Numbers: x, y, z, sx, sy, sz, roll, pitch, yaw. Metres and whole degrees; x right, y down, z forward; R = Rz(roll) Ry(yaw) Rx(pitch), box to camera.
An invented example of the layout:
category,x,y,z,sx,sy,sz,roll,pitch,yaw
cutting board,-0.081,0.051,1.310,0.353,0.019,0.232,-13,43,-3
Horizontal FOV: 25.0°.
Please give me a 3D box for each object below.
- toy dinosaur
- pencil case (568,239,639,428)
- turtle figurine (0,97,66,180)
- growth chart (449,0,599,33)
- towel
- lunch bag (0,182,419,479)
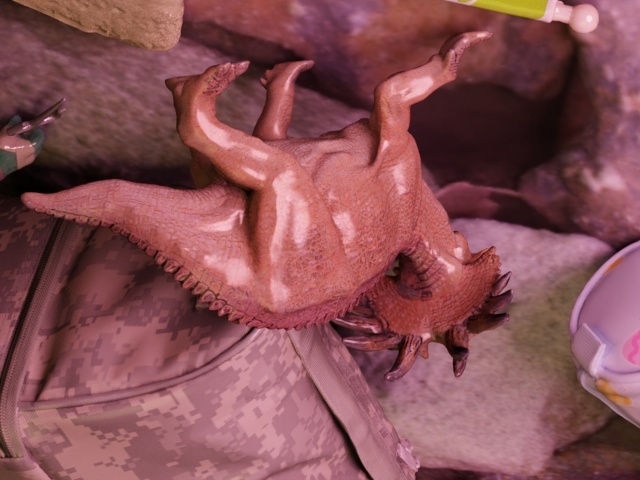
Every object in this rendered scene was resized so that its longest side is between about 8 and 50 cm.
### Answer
category,x,y,z,sx,sy,sz,roll,pitch,yaw
toy dinosaur,0.000,0.000,0.784,0.296,0.200,0.127,-12,-174,-34
pencil case,0.267,0.112,0.928,0.124,0.113,0.273,-31,127,17
turtle figurine,-0.276,-0.065,0.895,0.234,0.118,0.175,-16,134,43
growth chart,0.057,-0.198,0.675,0.172,0.021,0.237,9,143,9
towel,-0.137,-0.163,0.782,0.148,0.027,0.110,21,142,-6
lunch bag,-0.091,0.113,0.972,0.256,0.212,0.305,-1,141,24
